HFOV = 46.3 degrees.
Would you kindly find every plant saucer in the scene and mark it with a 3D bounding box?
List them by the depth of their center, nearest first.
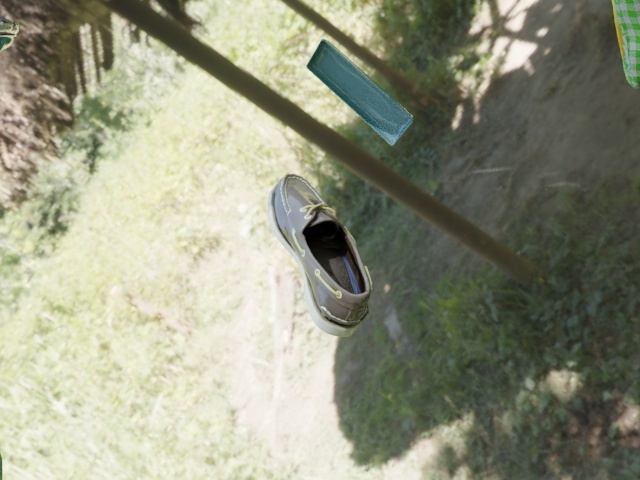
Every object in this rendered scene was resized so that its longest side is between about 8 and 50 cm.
[{"bbox_3d":[0.063,-0.235,1.179,0.018,0.192,0.067,-46,-3,-41],"label":"plant saucer"}]

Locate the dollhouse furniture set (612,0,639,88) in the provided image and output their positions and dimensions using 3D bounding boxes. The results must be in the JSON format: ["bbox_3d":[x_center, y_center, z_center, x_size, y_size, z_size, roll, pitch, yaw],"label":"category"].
[{"bbox_3d":[0.185,-0.241,0.309,0.151,0.198,0.302,-9,45,32],"label":"dollhouse furniture set"}]

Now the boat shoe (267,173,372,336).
[{"bbox_3d":[0.000,0.000,1.237,0.097,0.116,0.324,-63,37,43],"label":"boat shoe"}]

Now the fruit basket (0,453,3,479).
[{"bbox_3d":[-0.111,0.206,0.196,0.165,0.353,0.327,-19,-59,-52],"label":"fruit basket"}]

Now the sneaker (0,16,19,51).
[{"bbox_3d":[-0.428,-0.202,0.835,0.275,0.107,0.110,-82,8,-62],"label":"sneaker"}]
